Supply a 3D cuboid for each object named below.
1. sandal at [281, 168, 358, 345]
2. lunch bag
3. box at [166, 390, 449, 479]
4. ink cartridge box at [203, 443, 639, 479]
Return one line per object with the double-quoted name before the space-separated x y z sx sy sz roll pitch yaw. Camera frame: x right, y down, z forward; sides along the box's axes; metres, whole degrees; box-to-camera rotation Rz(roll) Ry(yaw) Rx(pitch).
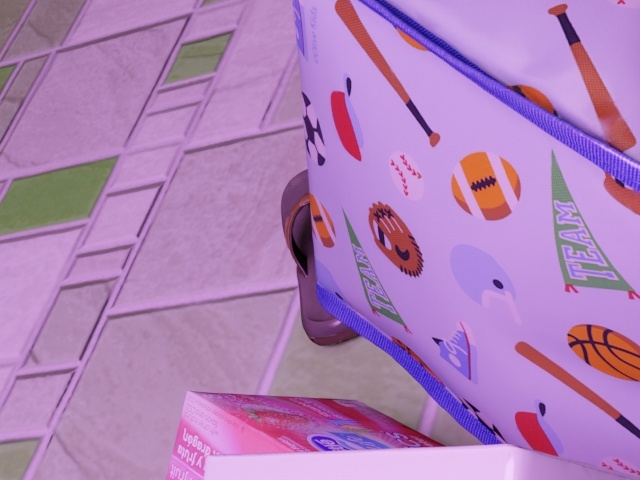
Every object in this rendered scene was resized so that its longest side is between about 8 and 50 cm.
"sandal" 0.000 0.000 1.404 0.090 0.060 0.219 -24 37 17
"lunch bag" 0.182 -0.013 0.950 0.239 0.328 0.385 -32 51 -20
"box" 0.038 0.205 1.012 0.300 0.154 0.142 22 100 50
"ink cartridge box" 0.035 0.256 0.760 0.226 0.131 0.306 -10 68 47
